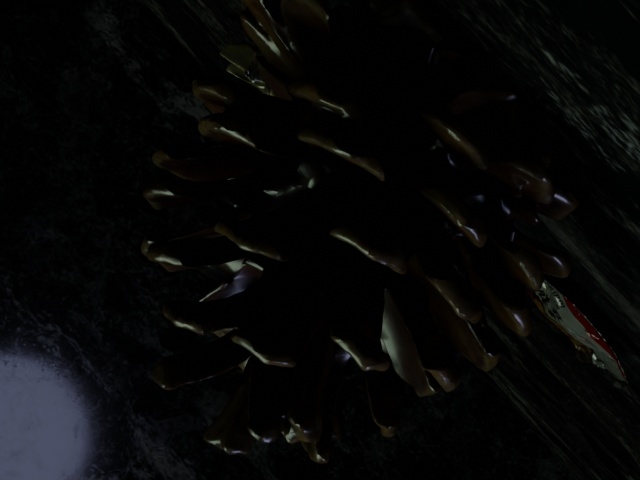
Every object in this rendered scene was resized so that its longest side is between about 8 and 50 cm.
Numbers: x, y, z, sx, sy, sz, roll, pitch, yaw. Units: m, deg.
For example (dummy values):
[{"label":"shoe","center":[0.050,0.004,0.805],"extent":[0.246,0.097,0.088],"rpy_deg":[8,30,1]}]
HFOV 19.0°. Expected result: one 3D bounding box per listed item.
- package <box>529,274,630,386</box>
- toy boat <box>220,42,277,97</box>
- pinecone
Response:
[{"label":"package","center":[0.256,0.076,2.018],"extent":[0.154,0.030,0.239],"rpy_deg":[48,177,-8]},{"label":"toy boat","center":[0.013,-0.105,2.081],"extent":[0.310,0.115,0.089],"rpy_deg":[45,176,8]},{"label":"pinecone","center":[0.000,0.000,1.531],"extent":[0.384,0.384,0.384],"rpy_deg":[45,176,4]}]
